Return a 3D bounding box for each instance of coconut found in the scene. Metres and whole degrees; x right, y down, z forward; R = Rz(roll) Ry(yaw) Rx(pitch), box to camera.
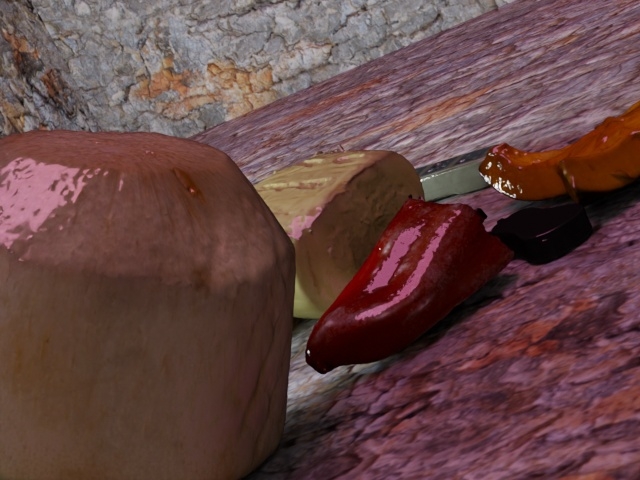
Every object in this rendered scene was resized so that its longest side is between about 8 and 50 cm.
[{"bbox_3d":[-0.217,0.099,1.347,0.415,0.415,0.344,-28,23,-6],"label":"coconut"}]

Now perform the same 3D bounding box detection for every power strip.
[{"bbox_3d":[0.163,-0.083,1.998,0.286,0.048,0.080,-14,19,41],"label":"power strip"}]

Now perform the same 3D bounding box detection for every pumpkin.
[{"bbox_3d":[0.352,-0.123,1.653,0.258,0.095,0.290,-31,9,-7],"label":"pumpkin"}]

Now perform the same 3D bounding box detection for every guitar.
[{"bbox_3d":[0.211,-0.008,1.610,0.084,0.038,0.271,-31,13,-25],"label":"guitar"}]

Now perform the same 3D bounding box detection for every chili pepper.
[{"bbox_3d":[0.089,0.061,1.480,0.144,0.136,0.253,32,59,22],"label":"chili pepper"}]

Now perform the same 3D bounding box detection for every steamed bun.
[{"bbox_3d":[0.000,0.000,1.687,0.232,0.166,0.273,-7,25,42],"label":"steamed bun"}]

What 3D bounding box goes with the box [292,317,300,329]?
[{"bbox_3d":[-0.079,0.107,1.747,0.105,0.037,0.105,-26,12,6],"label":"box"}]
